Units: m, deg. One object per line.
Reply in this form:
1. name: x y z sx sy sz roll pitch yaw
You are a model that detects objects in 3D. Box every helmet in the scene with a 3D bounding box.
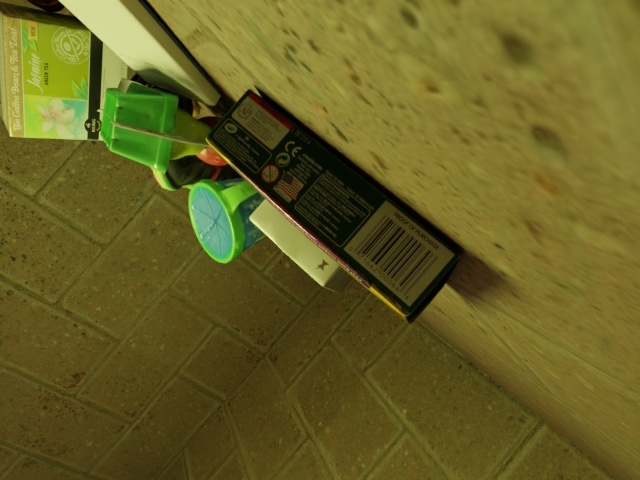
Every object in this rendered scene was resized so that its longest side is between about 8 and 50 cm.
1. helmet: -0.438 -0.386 1.260 0.169 0.169 0.162 40 161 35

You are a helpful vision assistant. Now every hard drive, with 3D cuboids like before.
1. hard drive: -0.334 -0.365 0.783 0.210 0.040 0.318 26 172 24

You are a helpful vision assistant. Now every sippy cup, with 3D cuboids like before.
1. sippy cup: -0.222 -0.081 1.296 0.305 0.223 0.240 12 118 46

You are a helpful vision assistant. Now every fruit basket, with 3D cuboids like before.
1. fruit basket: -0.286 -0.248 0.996 0.352 0.166 0.327 -1 -159 -30

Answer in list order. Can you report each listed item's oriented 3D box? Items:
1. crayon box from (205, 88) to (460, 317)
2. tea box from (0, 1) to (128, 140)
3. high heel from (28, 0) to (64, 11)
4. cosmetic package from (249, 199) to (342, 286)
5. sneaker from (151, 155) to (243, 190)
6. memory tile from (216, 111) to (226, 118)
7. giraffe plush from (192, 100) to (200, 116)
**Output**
1. crayon box: 0.032 -0.029 0.711 0.363 0.106 0.313 41 180 16
2. tea box: -0.782 -0.498 1.368 0.323 0.329 0.220 -8 -144 -39
3. high heel: -0.714 -0.648 1.179 0.181 0.127 0.377 52 173 -9
4. cosmetic package: 0.000 0.000 1.184 0.230 0.161 0.453 41 178 10
5. sneaker: -0.348 -0.236 1.324 0.186 0.202 0.482 61 -169 13
6. memory tile: -0.220 -0.293 1.223 0.148 0.012 0.113 42 178 -29
7. giraffe plush: -0.535 -0.454 1.514 0.210 0.170 0.181 41 179 -2
